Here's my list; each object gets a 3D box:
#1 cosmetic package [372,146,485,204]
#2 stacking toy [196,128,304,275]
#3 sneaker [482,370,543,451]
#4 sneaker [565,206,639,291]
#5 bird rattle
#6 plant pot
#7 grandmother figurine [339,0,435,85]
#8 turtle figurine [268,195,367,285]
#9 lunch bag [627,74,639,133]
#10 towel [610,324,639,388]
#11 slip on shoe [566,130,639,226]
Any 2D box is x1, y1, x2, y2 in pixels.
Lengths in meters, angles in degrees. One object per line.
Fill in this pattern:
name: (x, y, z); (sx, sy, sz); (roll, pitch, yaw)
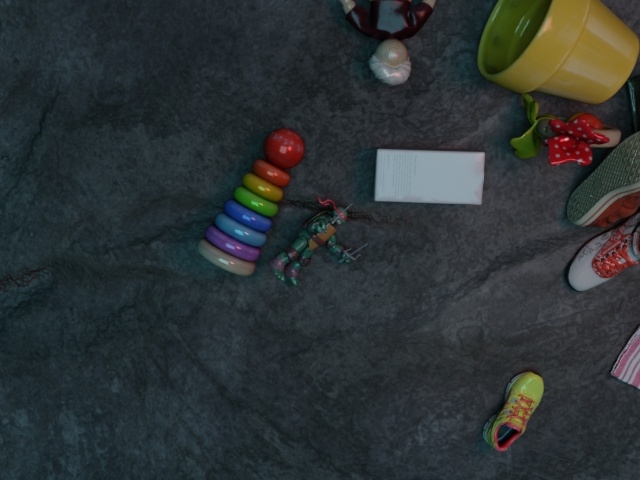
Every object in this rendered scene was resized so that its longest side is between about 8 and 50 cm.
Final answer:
cosmetic package: (0.232, -0.142, 1.590); (0.231, 0.085, 0.117); (3, 102, 1)
stacking toy: (-0.141, -0.095, 1.605); (0.141, 0.141, 0.330); (27, 97, -2)
sneaker: (0.451, 0.398, 1.680); (0.082, 0.094, 0.208); (26, 101, 0)
sneaker: (0.650, 0.022, 1.564); (0.270, 0.145, 0.090); (-40, 96, 10)
bird rattle: (0.510, -0.227, 1.484); (0.207, 0.253, 0.143); (-4, 103, -20)
plant pot: (0.481, -0.391, 1.453); (0.239, 0.254, 0.253); (20, 102, -16)
grandmother figurine: (0.141, -0.494, 1.518); (0.208, 0.104, 0.342); (0, 99, 13)
turtle figurine: (0.000, 0.000, 1.621); (0.234, 0.118, 0.175); (-41, 137, 12)
lunch bag: (0.784, -0.220, 1.494); (0.236, 0.169, 0.286); (-12, 97, 3)
towel: (0.780, 0.288, 1.670); (0.197, 0.029, 0.144); (26, 103, -2)
slip on shoe: (0.633, -0.123, 1.484); (0.101, 0.331, 0.123); (11, 59, -14)
